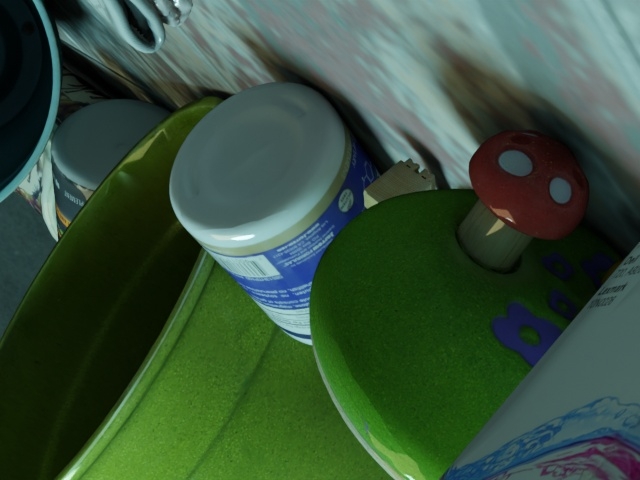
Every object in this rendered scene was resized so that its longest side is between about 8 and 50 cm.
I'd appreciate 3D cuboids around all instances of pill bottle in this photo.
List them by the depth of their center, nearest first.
[{"bbox_3d":[0.000,0.000,0.908,0.112,0.112,0.186,36,170,42],"label":"pill bottle"},{"bbox_3d":[-0.187,-0.006,1.425,0.130,0.130,0.245,38,145,28],"label":"pill bottle"}]

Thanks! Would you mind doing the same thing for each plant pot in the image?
[{"bbox_3d":[-0.036,0.138,1.146,0.353,0.366,0.366,33,176,-22],"label":"plant pot"},{"bbox_3d":[-0.356,-0.160,1.342,0.272,0.271,0.255,44,-174,-9],"label":"plant pot"}]

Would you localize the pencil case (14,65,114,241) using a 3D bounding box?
[{"bbox_3d":[-0.327,-0.142,1.608,0.410,0.160,0.183,37,-175,38],"label":"pencil case"}]

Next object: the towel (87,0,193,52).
[{"bbox_3d":[-0.233,-0.269,0.821,0.317,0.053,0.332,39,171,26],"label":"towel"}]

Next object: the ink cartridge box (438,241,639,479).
[{"bbox_3d":[0.121,0.137,0.428,0.201,0.278,0.117,43,170,-4],"label":"ink cartridge box"}]

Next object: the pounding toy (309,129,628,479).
[{"bbox_3d":[0.100,0.043,0.596,0.183,0.110,0.236,15,-138,-21],"label":"pounding toy"}]

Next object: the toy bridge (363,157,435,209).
[{"bbox_3d":[0.060,0.018,0.859,0.026,0.063,0.188,37,155,29],"label":"toy bridge"}]
